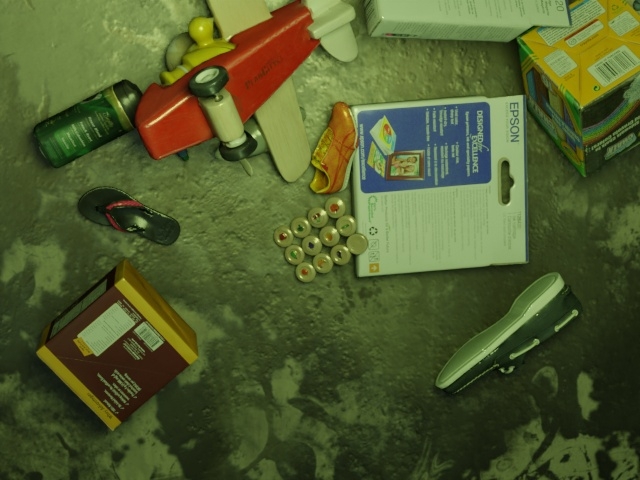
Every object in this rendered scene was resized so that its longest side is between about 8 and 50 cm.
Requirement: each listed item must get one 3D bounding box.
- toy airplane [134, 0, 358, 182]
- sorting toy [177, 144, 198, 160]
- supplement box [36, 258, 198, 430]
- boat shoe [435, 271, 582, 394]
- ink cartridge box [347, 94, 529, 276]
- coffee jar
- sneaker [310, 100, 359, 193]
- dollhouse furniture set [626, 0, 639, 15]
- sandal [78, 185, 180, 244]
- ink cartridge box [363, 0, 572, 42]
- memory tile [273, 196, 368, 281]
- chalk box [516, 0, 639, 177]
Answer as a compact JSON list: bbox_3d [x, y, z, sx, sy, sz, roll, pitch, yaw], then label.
[{"bbox_3d":[-0.128,-0.300,1.720,0.384,0.272,0.386,6,96,-49],"label":"toy airplane"},{"bbox_3d":[-0.237,-0.163,1.825,0.102,0.061,0.042,-22,140,5],"label":"sorting toy"},{"bbox_3d":[-0.343,0.176,1.846,0.194,0.129,0.191,-40,106,3],"label":"supplement box"},{"bbox_3d":[0.343,0.188,1.957,0.302,0.114,0.091,-40,100,3],"label":"boat shoe"},{"bbox_3d":[0.205,-0.098,1.894,0.307,0.072,0.304,-5,103,-8],"label":"ink cartridge box"},{"bbox_3d":[-0.371,-0.193,1.770,0.184,0.096,0.079,-28,109,0],"label":"coffee jar"},{"bbox_3d":[0.021,-0.150,1.825,0.067,0.064,0.175,-12,126,-30],"label":"sneaker"},{"bbox_3d":[0.517,-0.470,1.813,0.129,0.129,0.184,-29,107,0],"label":"dollhouse furniture set"},{"bbox_3d":[-0.323,-0.041,1.842,0.179,0.040,0.067,21,100,-13],"label":"sandal"},{"bbox_3d":[0.214,-0.472,1.714,0.330,0.071,0.324,0,73,-20],"label":"ink cartridge box"},{"bbox_3d":[0.000,0.000,1.880,0.148,0.012,0.113,-29,95,20],"label":"memory tile"},{"bbox_3d":[0.459,-0.246,1.807,0.180,0.289,0.179,-32,62,-2],"label":"chalk box"}]
